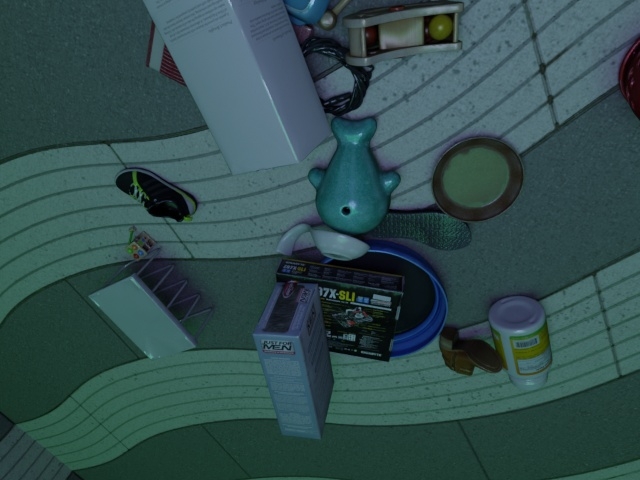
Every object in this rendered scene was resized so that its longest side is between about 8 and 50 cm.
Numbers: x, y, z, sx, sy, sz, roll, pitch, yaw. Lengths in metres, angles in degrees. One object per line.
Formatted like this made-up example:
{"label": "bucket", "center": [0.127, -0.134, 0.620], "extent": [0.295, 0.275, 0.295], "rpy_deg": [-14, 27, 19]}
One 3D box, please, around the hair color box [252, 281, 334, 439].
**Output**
{"label": "hair color box", "center": [-0.054, 0.307, 1.113], "extent": [0.114, 0.185, 0.374], "rpy_deg": [1, 124, 14]}

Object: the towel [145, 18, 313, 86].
{"label": "towel", "center": [-0.201, -0.411, 0.943], "extent": [0.329, 0.037, 0.237], "rpy_deg": [25, 125, -4]}

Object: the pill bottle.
{"label": "pill bottle", "center": [0.538, 0.281, 1.175], "extent": [0.137, 0.136, 0.245], "rpy_deg": [-12, 120, 20]}

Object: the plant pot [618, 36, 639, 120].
{"label": "plant pot", "center": [0.626, -0.285, 0.754], "extent": [0.191, 0.174, 0.190], "rpy_deg": [6, 124, 8]}

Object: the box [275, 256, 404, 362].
{"label": "box", "center": [0.044, 0.187, 1.169], "extent": [0.323, 0.079, 0.256], "rpy_deg": [8, 123, 8]}

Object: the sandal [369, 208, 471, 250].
{"label": "sandal", "center": [0.243, -0.041, 1.087], "extent": [0.255, 0.054, 0.096], "rpy_deg": [11, 118, 17]}

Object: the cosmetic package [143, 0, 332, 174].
{"label": "cosmetic package", "center": [-0.146, -0.326, 0.845], "extent": [0.197, 0.155, 0.365], "rpy_deg": [-1, 127, 35]}

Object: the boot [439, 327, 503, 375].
{"label": "boot", "center": [0.424, 0.341, 1.243], "extent": [0.197, 0.073, 0.152], "rpy_deg": [33, 149, 46]}

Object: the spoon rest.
{"label": "spoon rest", "center": [0.000, 0.000, 1.096], "extent": [0.277, 0.084, 0.137], "rpy_deg": [0, 163, 44]}

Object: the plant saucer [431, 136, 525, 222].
{"label": "plant saucer", "center": [0.349, -0.137, 0.988], "extent": [0.199, 0.036, 0.198], "rpy_deg": [3, 115, 6]}

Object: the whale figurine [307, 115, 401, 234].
{"label": "whale figurine", "center": [0.071, -0.138, 0.997], "extent": [0.217, 0.141, 0.271], "rpy_deg": [6, 118, 13]}

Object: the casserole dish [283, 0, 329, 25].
{"label": "casserole dish", "center": [-0.022, -0.496, 0.806], "extent": [0.114, 0.037, 0.188], "rpy_deg": [36, 117, 21]}

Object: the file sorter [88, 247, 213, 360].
{"label": "file sorter", "center": [-0.492, 0.188, 1.323], "extent": [0.193, 0.173, 0.277], "rpy_deg": [-22, 115, 26]}

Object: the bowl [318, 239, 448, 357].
{"label": "bowl", "center": [0.150, 0.167, 1.224], "extent": [0.392, 0.077, 0.390], "rpy_deg": [6, 125, 9]}

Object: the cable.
{"label": "cable", "center": [0.010, -0.341, 0.925], "extent": [0.185, 0.047, 0.150], "rpy_deg": [15, 138, -17]}

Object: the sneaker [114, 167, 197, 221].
{"label": "sneaker", "center": [-0.439, -0.116, 1.154], "extent": [0.235, 0.097, 0.084], "rpy_deg": [21, 125, -2]}

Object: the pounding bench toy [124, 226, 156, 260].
{"label": "pounding bench toy", "center": [-0.536, 0.008, 1.278], "extent": [0.052, 0.065, 0.083], "rpy_deg": [-31, 112, 28]}

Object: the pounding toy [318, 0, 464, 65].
{"label": "pounding toy", "center": [0.118, -0.412, 0.797], "extent": [0.270, 0.154, 0.154], "rpy_deg": [0, 123, 12]}
